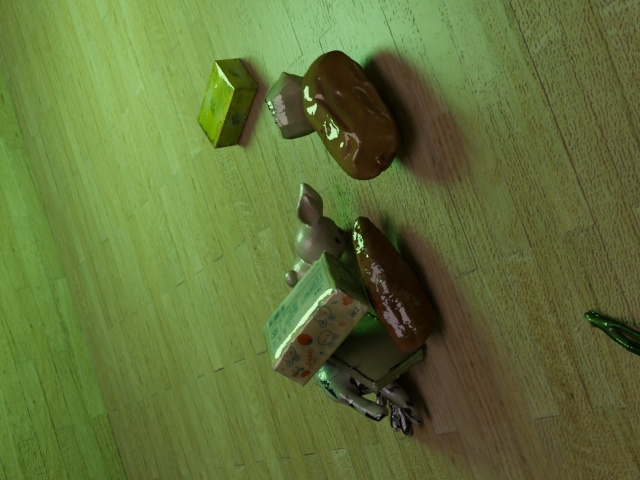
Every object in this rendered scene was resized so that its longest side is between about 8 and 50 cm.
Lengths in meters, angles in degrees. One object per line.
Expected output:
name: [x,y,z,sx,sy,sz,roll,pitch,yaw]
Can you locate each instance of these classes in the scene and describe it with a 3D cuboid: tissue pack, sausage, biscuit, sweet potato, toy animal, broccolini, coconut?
tissue pack: [-0.203,-0.292,1.883,0.095,0.062,0.176,57,141,26]
sausage: [0.050,-0.210,1.492,0.241,0.120,0.136,59,154,22]
biscuit: [0.082,0.196,1.598,0.199,0.121,0.040,28,142,49]
tissue pack: [-0.009,0.137,1.564,0.196,0.092,0.148,-52,24,17]
sweet potato: [0.119,0.072,1.523,0.097,0.097,0.251,-44,68,52]
toy animal: [0.002,0.000,1.645,0.124,0.124,0.212,42,139,40]
broccolini: [0.430,0.136,1.154,0.201,0.058,0.073,48,125,58]
coconut: [-0.052,-0.254,1.633,0.110,0.110,0.124,-20,90,56]

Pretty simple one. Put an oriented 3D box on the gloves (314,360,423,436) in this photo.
gloves: [0.096,0.276,1.614,0.212,0.127,0.111,15,74,23]
